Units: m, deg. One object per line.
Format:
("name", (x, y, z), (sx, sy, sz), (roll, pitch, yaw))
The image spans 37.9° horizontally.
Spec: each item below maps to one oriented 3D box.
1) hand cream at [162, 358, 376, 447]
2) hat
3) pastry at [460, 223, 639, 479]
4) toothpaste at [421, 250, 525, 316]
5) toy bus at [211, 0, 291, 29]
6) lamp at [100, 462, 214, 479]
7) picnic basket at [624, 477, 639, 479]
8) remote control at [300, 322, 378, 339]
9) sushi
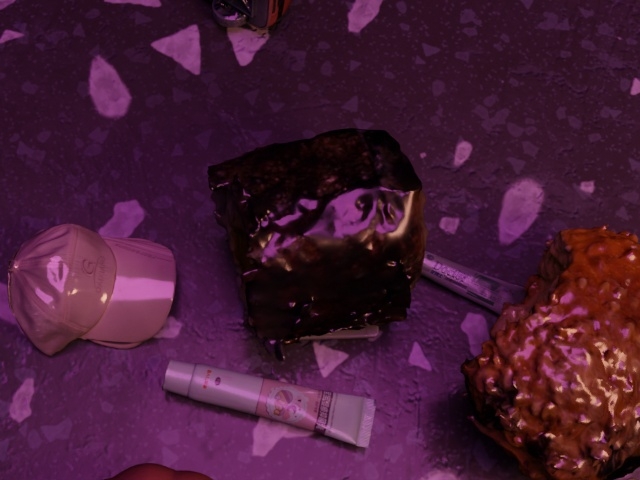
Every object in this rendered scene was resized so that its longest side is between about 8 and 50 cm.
("hand cream", (-0.080, 0.249, 1.453), (0.331, 0.058, 0.085), (15, 50, -3))
("hat", (-0.352, 0.065, 1.461), (0.226, 0.164, 0.219), (-4, 67, 17))
("pastry", (0.409, 0.192, 1.393), (0.337, 0.292, 0.405), (40, 58, 2))
("toothpaste", (0.240, 0.068, 1.559), (0.218, 0.041, 0.064), (24, 79, 3))
("toy bus", (-0.210, -0.588, 1.710), (0.427, 0.203, 0.233), (35, 64, 12))
("lamp", (-0.231, 0.450, 1.251), (0.306, 0.239, 0.305), (1, 67, -3))
("picnic basket", (0.384, 0.472, 1.346), (0.267, 0.139, 0.165), (-25, 72, -15))
("remote control", (0.001, 0.139, 1.517), (0.184, 0.027, 0.049), (-2, 64, 0))
("sushi", (-0.002, 0.000, 1.434), (0.294, 0.299, 0.281), (-15, 31, -11))
